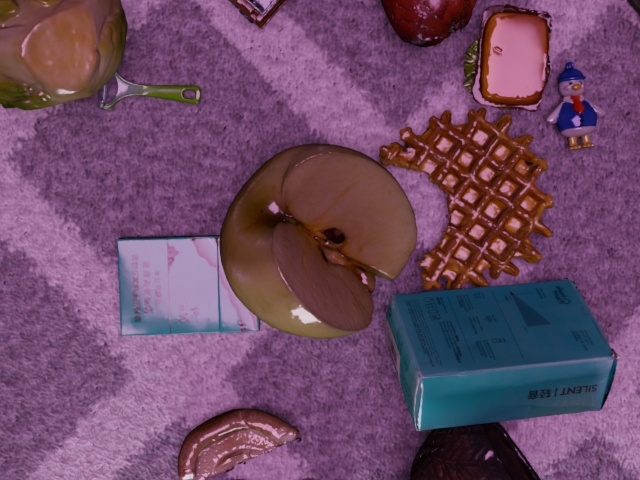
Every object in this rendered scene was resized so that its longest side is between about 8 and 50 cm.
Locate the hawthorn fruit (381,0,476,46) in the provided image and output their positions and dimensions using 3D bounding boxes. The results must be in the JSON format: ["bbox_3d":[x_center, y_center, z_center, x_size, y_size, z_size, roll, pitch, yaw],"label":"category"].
[{"bbox_3d":[0.159,-0.388,1.760,0.148,0.148,0.172,-40,83,2],"label":"hawthorn fruit"}]

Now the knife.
[{"bbox_3d":[-0.274,-0.244,1.815,0.166,0.022,0.078,4,101,0],"label":"knife"}]

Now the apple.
[{"bbox_3d":[-0.016,0.003,1.737,0.258,0.233,0.295,35,73,-41],"label":"apple"}]

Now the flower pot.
[{"bbox_3d":[0.210,0.435,1.782,0.267,0.266,0.266,-35,95,11],"label":"flower pot"}]

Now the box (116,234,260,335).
[{"bbox_3d":[-0.213,0.071,1.835,0.226,0.042,0.161,-1,95,-1],"label":"box"}]

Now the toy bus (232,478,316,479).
[{"bbox_3d":[-0.075,0.448,1.843,0.262,0.109,0.091,-2,101,0],"label":"toy bus"}]

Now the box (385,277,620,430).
[{"bbox_3d":[0.273,0.174,1.751,0.311,0.205,0.118,-6,128,-9],"label":"box"}]

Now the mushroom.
[{"bbox_3d":[-0.142,0.327,1.845,0.210,0.072,0.094,-24,97,-3],"label":"mushroom"}]

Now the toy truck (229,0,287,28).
[{"bbox_3d":[-0.135,-0.421,1.758,0.178,0.115,0.080,41,93,-3],"label":"toy truck"}]

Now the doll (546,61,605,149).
[{"bbox_3d":[0.411,-0.218,1.822,0.099,0.057,0.143,-6,90,-4],"label":"doll"}]

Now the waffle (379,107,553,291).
[{"bbox_3d":[0.246,-0.071,1.826,0.260,0.069,0.293,-16,94,-4],"label":"waffle"}]

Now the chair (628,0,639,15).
[{"bbox_3d":[0.585,-0.353,1.709,0.136,0.147,0.270,-26,59,1],"label":"chair"}]

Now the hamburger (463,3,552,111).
[{"bbox_3d":[0.298,-0.291,1.795,0.137,0.087,0.166,8,94,-1],"label":"hamburger"}]

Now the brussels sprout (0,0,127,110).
[{"bbox_3d":[-0.428,-0.316,1.696,0.259,0.294,0.227,-31,124,-19],"label":"brussels sprout"}]
